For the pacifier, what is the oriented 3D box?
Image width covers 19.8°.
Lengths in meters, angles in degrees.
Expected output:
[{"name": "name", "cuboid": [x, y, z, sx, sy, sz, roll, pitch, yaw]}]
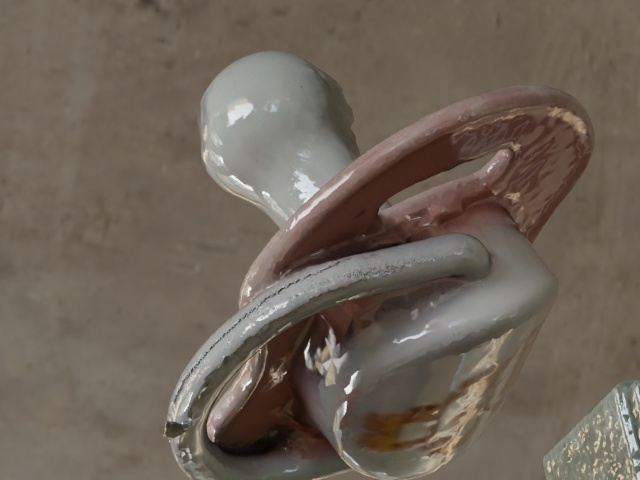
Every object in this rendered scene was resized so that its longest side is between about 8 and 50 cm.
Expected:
[{"name": "pacifier", "cuboid": [0.030, 0.016, 1.057, 0.220, 0.273, 0.332, 9, 142, -7]}]

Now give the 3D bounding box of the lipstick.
[{"name": "lipstick", "cuboid": [0.078, 0.037, 0.362, 0.030, 0.030, 0.129, -6, 160, -13]}]
